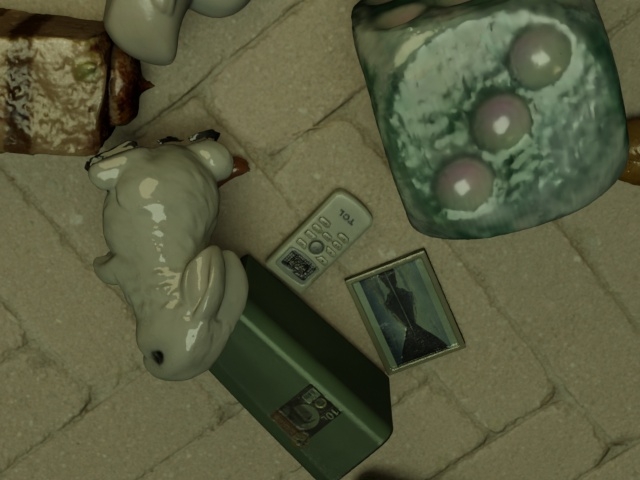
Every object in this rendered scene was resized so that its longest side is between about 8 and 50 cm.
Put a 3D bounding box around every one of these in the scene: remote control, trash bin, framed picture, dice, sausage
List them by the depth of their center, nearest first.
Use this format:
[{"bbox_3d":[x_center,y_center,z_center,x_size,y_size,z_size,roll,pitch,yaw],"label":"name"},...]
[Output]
[{"bbox_3d":[0.239,-0.221,1.646,0.327,0.330,0.348,-17,111,6],"label":"dice"},{"bbox_3d":[-0.185,-0.090,1.857,0.158,0.036,0.042,-32,135,12],"label":"sausage"},{"bbox_3d":[-0.056,0.211,1.889,0.158,0.223,0.343,-42,106,16],"label":"trash bin"},{"bbox_3d":[0.000,0.000,1.900,0.087,0.029,0.190,41,107,-17],"label":"remote control"},{"bbox_3d":[0.147,0.125,1.963,0.150,0.015,0.203,-21,112,9],"label":"framed picture"}]

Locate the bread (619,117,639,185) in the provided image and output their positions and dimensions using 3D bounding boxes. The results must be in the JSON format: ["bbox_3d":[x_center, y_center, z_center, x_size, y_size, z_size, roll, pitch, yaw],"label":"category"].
[{"bbox_3d":[0.541,-0.138,1.824,0.189,0.077,0.114,4,109,1],"label":"bread"}]

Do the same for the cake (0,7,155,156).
[{"bbox_3d":[-0.400,-0.230,1.712,0.292,0.199,0.196,5,111,-4],"label":"cake"}]

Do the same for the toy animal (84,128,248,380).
[{"bbox_3d":[-0.218,0.026,1.729,0.257,0.194,0.357,-25,72,10],"label":"toy animal"}]

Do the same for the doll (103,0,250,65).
[{"bbox_3d":[-0.199,-0.371,1.659,0.221,0.221,0.251,15,79,-7],"label":"doll"}]

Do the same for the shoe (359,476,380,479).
[{"bbox_3d":[0.176,0.522,2.077,0.262,0.128,0.140,24,104,20],"label":"shoe"}]
